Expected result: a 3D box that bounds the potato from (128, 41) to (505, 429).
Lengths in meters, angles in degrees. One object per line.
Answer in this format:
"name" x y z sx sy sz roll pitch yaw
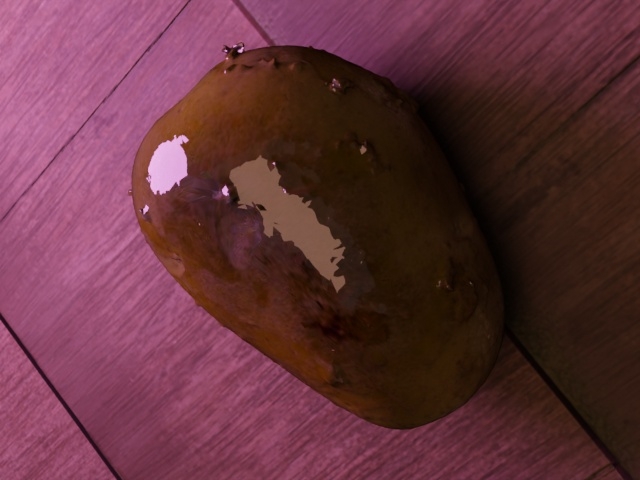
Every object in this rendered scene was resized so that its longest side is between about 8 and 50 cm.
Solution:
"potato" 0.014 -0.007 0.972 0.359 0.219 0.269 41 128 6
